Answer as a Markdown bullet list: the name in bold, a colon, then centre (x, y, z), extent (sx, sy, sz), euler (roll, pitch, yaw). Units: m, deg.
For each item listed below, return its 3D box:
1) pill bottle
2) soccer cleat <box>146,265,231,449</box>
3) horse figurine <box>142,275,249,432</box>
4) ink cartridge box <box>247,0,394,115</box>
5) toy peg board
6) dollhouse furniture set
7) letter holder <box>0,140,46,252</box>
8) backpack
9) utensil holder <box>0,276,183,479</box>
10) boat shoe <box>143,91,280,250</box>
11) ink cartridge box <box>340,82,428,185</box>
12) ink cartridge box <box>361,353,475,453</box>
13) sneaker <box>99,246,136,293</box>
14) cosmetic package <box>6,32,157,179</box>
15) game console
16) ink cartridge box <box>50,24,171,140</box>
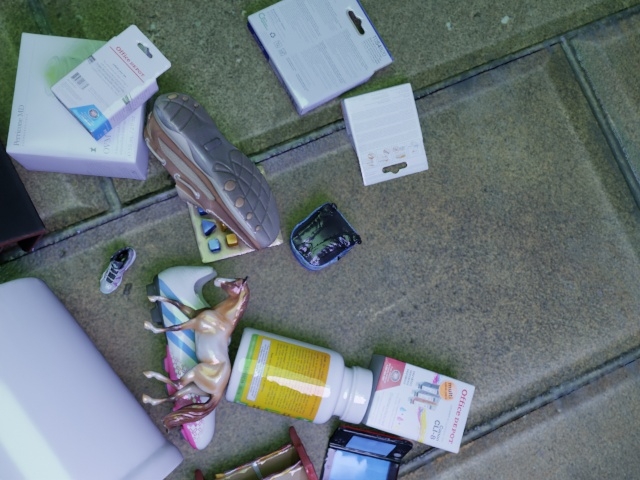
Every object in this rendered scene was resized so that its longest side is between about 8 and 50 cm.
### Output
- **pill bottle**: centre (-0.038, 0.252, 1.215), extent (0.245, 0.136, 0.136), euler (16, 80, -4)
- **soccer cleat**: centre (-0.213, 0.202, 1.210), extent (0.143, 0.116, 0.331), euler (-13, 83, -6)
- **horse figurine**: centre (-0.209, 0.188, 1.133), extent (0.174, 0.066, 0.263), euler (2, 72, -10)
- **ink cartridge box**: centre (0.000, -0.399, 1.363), extent (0.224, 0.045, 0.223), euler (-29, 86, -11)
- **toy peg board**: centre (-0.166, -0.056, 1.275), extent (0.160, 0.079, 0.161), euler (-14, 83, -9)
- **dollhouse furniture set**: centre (-0.066, 0.555, 1.183), extent (0.201, 0.152, 0.374), euler (-20, 102, -10)
- **letter holder**: centre (-0.652, -0.087, 1.201), extent (0.152, 0.214, 0.302), euler (-25, 83, -42)
- **backpack**: centre (0.000, 0.000, 1.283), extent (0.114, 0.084, 0.105), euler (-37, 87, -15)
- **utensil holder**: centre (-0.464, 0.299, 1.064), extent (0.327, 0.327, 0.385), euler (-38, 86, -11)
- **boat shoe**: centre (-0.197, -0.112, 1.211), extent (0.324, 0.116, 0.123), euler (54, 37, 1)
- **ink cartridge box**: centre (0.131, -0.216, 1.364), extent (0.145, 0.045, 0.179), euler (-16, 102, -9)
- **ink cartridge box**: centre (0.172, 0.298, 1.238), extent (0.176, 0.127, 0.128), euler (18, 79, -5)
- **sneaker**: centre (-0.380, 0.051, 1.238), extent (0.038, 0.069, 0.098), euler (28, 79, -2)
- **cosmetic package**: centre (-0.434, -0.243, 1.242), extent (0.224, 0.138, 0.224), euler (4, 81, -5)
- **game console**: centre (0.083, 0.412, 1.235), extent (0.144, 0.124, 0.085), euler (14, 54, -5)
- **ink cartridge box**: centre (-0.354, -0.271, 1.155), extent (0.180, 0.060, 0.104), euler (-43, 90, -12)
